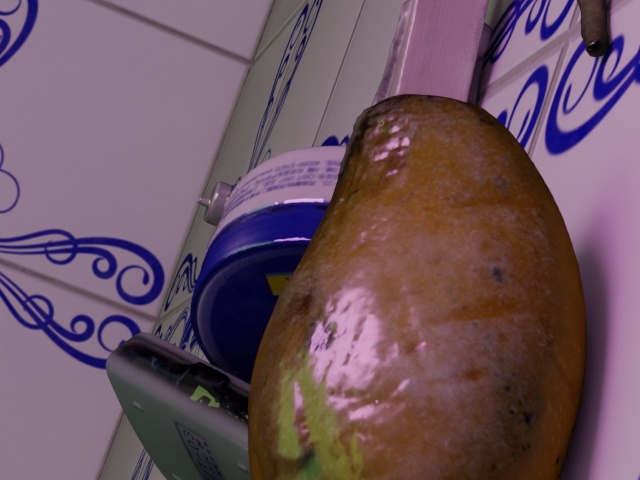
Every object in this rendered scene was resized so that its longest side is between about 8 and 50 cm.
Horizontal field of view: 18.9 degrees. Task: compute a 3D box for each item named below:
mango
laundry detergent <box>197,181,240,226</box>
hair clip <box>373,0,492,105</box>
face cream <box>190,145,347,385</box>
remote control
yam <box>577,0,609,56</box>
[{"bbox_3d":[0.063,0.065,1.127,0.175,0.176,0.329,-36,27,49],"label":"mango"},{"bbox_3d":[-0.001,0.001,1.514,0.096,0.206,0.061,-95,28,-66],"label":"laundry detergent"},{"bbox_3d":[0.100,-0.149,1.659,0.101,0.085,0.330,139,145,-74],"label":"hair clip"},{"bbox_3d":[0.020,0.033,1.333,0.206,0.206,0.111,122,166,-48],"label":"face cream"},{"bbox_3d":[-0.037,0.153,1.305,0.056,0.140,0.296,-41,34,-22],"label":"remote control"},{"bbox_3d":[0.198,-0.200,1.410,0.234,0.029,0.027,-84,-23,-54],"label":"yam"}]
